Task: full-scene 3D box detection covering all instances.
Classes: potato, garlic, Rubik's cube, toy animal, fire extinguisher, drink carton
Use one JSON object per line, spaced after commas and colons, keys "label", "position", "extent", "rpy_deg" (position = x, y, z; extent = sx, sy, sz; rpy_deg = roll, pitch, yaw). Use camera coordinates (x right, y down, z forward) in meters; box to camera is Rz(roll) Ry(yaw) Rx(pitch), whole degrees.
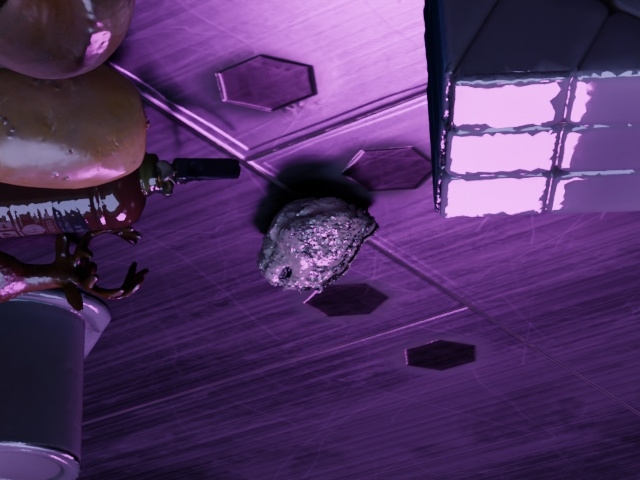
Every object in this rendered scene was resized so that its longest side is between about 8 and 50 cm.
{"label": "potato", "position": [-0.238, -0.105, 1.606], "extent": [0.178, 0.109, 0.118], "rpy_deg": [5, 126, -21]}
{"label": "garlic", "position": [-0.205, -0.187, 1.487], "extent": [0.101, 0.087, 0.195], "rpy_deg": [24, 149, -18]}
{"label": "Rubik's cube", "position": [0.192, -0.162, 1.397], "extent": [0.221, 0.231, 0.225], "rpy_deg": [-3, 152, 1]}
{"label": "toy animal", "position": [-0.336, 0.025, 1.893], "extent": [0.260, 0.087, 0.243], "rpy_deg": [-18, 151, 35]}
{"label": "fire extinguisher", "position": [-0.249, -0.055, 1.734], "extent": [0.344, 0.102, 0.138], "rpy_deg": [-5, 177, 3]}
{"label": "drink carton", "position": [-0.342, 0.166, 2.069], "extent": [0.185, 0.190, 0.191], "rpy_deg": [14, 149, -18]}

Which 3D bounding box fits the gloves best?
{"label": "gloves", "position": [-0.001, 0.003, 1.888], "extent": [0.114, 0.070, 0.153], "rpy_deg": [6, 150, -16]}
